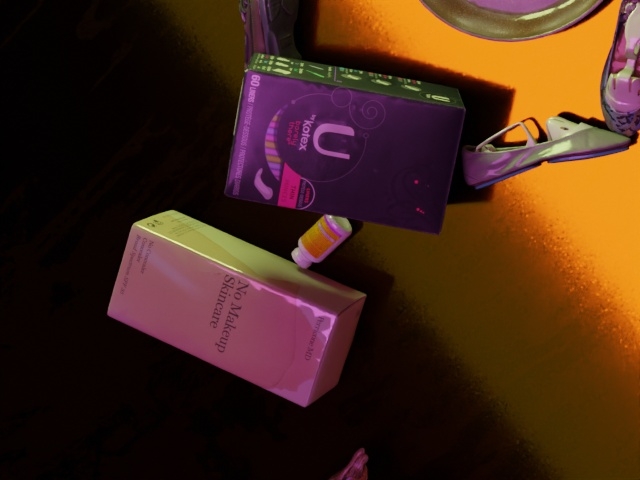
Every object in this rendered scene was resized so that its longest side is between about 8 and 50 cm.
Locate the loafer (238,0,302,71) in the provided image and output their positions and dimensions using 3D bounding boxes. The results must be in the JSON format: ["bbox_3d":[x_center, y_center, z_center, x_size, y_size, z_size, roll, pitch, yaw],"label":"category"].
[{"bbox_3d":[-0.078,-0.282,1.871,0.084,0.096,0.268,3,104,27],"label":"loafer"}]

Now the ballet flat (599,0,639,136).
[{"bbox_3d":[0.367,-0.214,1.720,0.070,0.070,0.188,10,105,20],"label":"ballet flat"}]

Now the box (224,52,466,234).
[{"bbox_3d":[0.030,-0.122,1.787,0.270,0.143,0.165,9,106,-2],"label":"box"}]

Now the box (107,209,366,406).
[{"bbox_3d":[-0.112,0.087,1.940,0.311,0.121,0.148,22,107,17],"label":"box"}]

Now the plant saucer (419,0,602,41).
[{"bbox_3d":[0.234,-0.397,1.745,0.310,0.050,0.311,5,102,22],"label":"plant saucer"}]

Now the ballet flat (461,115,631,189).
[{"bbox_3d":[0.271,-0.118,1.775,0.213,0.072,0.068,-14,91,24],"label":"ballet flat"}]

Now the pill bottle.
[{"bbox_3d":[0.000,0.000,1.920,0.083,0.043,0.043,-43,83,23],"label":"pill bottle"}]

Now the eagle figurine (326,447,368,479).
[{"bbox_3d":[0.105,0.421,1.889,0.225,0.226,0.298,-38,80,3],"label":"eagle figurine"}]
